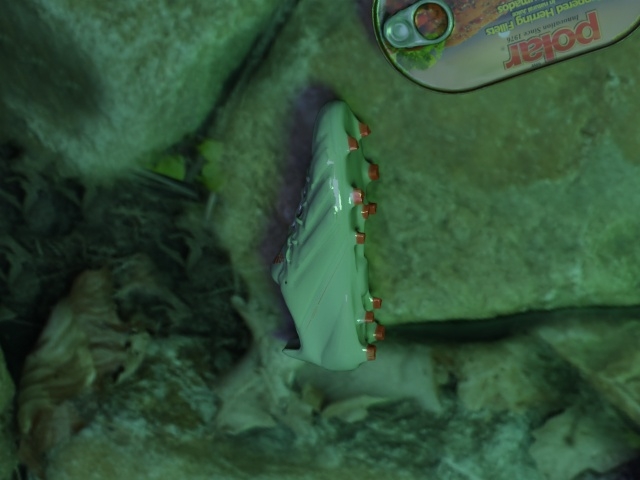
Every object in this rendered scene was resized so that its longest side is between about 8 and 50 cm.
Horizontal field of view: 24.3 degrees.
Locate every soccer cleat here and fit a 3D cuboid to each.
[{"bbox_3d":[0.000,0.000,1.024,0.076,0.068,0.196,2,111,15],"label":"soccer cleat"}]

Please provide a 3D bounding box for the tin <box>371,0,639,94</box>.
[{"bbox_3d":[0.126,-0.161,0.959,0.189,0.040,0.106,-16,99,17],"label":"tin"}]
